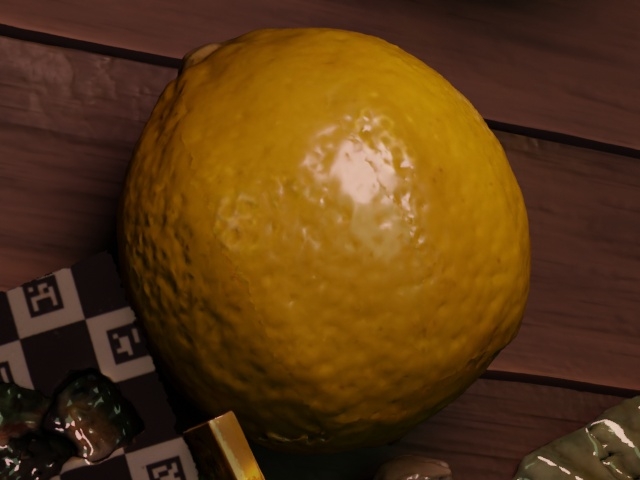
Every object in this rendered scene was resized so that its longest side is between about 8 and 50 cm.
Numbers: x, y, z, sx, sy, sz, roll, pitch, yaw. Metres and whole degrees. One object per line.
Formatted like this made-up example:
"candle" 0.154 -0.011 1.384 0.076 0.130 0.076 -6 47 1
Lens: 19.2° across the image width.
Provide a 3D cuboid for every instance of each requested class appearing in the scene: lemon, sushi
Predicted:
"lemon" 0.001 0.001 1.232 0.293 0.293 0.293 7 73 -24
"sushi" -0.194 0.134 1.199 0.215 0.050 0.192 -22 85 1

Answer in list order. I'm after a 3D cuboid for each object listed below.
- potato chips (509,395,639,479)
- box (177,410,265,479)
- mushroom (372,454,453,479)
"potato chips" 0.293 0.299 1.390 0.373 0.097 0.389 -34 93 -23
"box" -0.075 0.163 1.213 0.022 0.156 0.089 -25 89 -29
"mushroom" 0.058 0.280 1.287 0.096 0.099 0.278 26 61 -32
